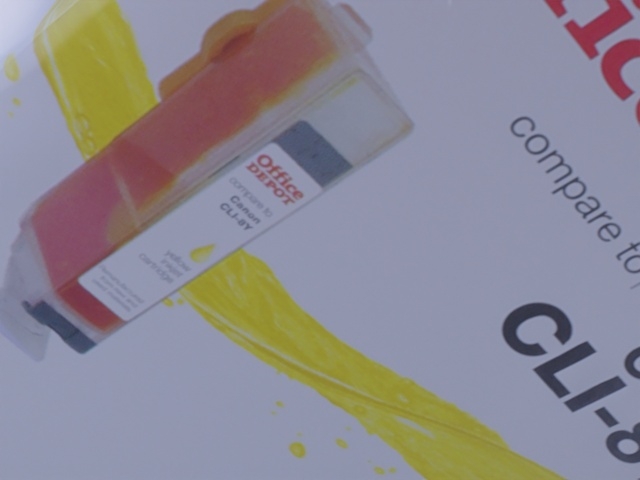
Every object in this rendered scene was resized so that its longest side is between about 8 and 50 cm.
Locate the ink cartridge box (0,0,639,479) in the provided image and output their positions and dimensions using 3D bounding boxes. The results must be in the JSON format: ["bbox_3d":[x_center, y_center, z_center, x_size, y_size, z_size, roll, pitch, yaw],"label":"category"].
[{"bbox_3d":[0.000,0.000,0.471,0.385,0.279,0.160,-33,23,27],"label":"ink cartridge box"}]
